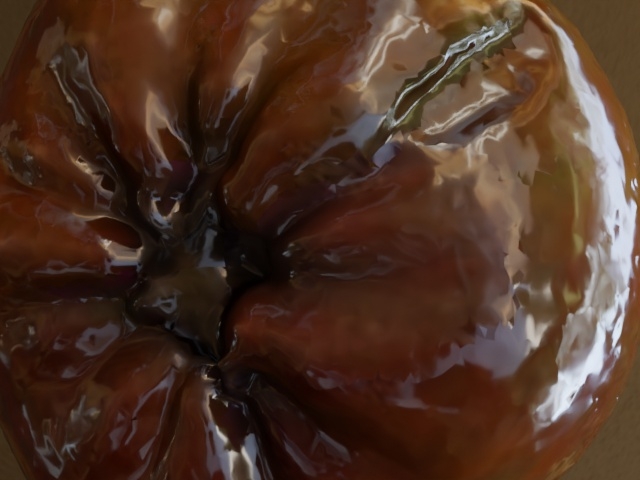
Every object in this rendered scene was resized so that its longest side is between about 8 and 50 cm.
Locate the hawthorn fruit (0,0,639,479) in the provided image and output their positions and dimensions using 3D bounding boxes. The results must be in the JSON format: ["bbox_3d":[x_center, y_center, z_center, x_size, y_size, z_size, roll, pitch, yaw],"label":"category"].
[{"bbox_3d":[0.000,0.000,0.593,0.277,0.298,0.277,0,-91,19],"label":"hawthorn fruit"}]
